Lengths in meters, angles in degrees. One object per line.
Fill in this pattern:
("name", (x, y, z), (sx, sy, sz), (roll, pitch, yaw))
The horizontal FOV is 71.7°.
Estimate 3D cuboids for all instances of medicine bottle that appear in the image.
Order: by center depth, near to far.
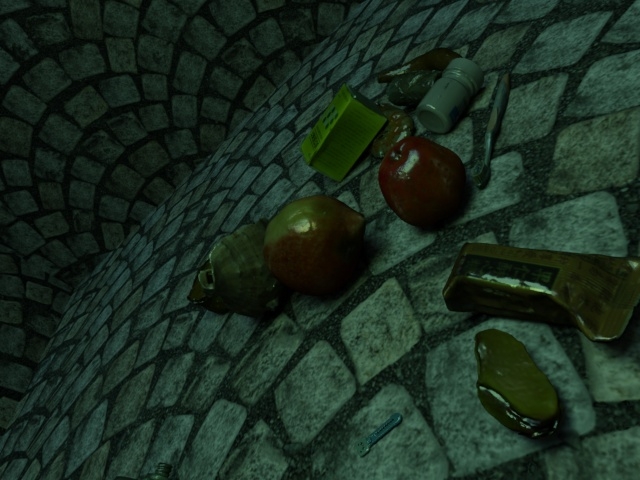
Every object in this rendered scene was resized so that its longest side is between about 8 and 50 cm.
("medicine bottle", (0.326, -0.364, 1.121), (0.168, 0.105, 0.105), (-54, 30, -9))
("medicine bottle", (0.063, -0.320, 1.327), (0.250, 0.141, 0.137), (-52, 33, 25))

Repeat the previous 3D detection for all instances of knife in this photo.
("knife", (0.094, 0.311, 0.716), (0.096, 0.010, 0.027), (-43, 30, 8))

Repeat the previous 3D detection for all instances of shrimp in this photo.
("shrimp", (0.188, -0.340, 1.325), (0.154, 0.062, 0.294), (-44, 30, 19))

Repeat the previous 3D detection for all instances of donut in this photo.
("donut", (-0.294, 0.111, 1.391), (0.272, 0.107, 0.272), (-32, 29, 20))

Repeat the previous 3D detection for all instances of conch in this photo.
("conch", (-0.171, 0.074, 1.124), (0.324, 0.186, 0.264), (-25, -50, -83))

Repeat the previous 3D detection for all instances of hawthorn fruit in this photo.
("hawthorn fruit", (0.209, -0.126, 0.921), (0.189, 0.189, 0.189), (-33, 32, 24))

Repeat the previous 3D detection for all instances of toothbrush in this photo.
("toothbrush", (0.387, -0.259, 0.990), (0.028, 0.037, 0.376), (-9, 44, 44))

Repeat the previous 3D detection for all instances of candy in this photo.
("candy", (0.308, 0.068, 0.640), (0.271, 0.101, 0.143), (5, 52, 48))

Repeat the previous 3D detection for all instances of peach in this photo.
("peach", (0.000, 0.000, 1.010), (0.256, 0.232, 0.233), (-20, 39, 26))

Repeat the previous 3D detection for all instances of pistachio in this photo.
("pistachio", (0.254, 0.197, 0.600), (0.089, 0.049, 0.173), (-19, 32, 4))

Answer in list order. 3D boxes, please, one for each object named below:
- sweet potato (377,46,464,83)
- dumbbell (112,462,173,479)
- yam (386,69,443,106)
("sweet potato", (0.318, -0.528, 1.336), (0.108, 0.079, 0.346), (-32, 26, -30))
("dumbbell", (-0.367, 0.618, 0.795), (0.179, 0.179, 0.407), (-21, 39, 39))
("yam", (0.286, -0.432, 1.263), (0.107, 0.107, 0.183), (-52, 36, -8))
